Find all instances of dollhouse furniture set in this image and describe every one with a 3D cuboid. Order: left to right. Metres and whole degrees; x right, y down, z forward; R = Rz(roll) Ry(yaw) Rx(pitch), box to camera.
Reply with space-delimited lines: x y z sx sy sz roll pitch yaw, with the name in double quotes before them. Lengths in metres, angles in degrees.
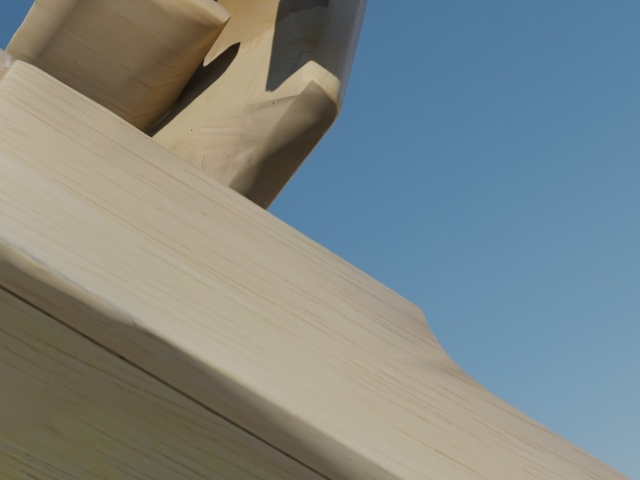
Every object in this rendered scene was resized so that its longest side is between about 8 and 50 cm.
"dollhouse furniture set" 0.000 0.000 0.522 0.362 0.256 0.394 -50 14 29
